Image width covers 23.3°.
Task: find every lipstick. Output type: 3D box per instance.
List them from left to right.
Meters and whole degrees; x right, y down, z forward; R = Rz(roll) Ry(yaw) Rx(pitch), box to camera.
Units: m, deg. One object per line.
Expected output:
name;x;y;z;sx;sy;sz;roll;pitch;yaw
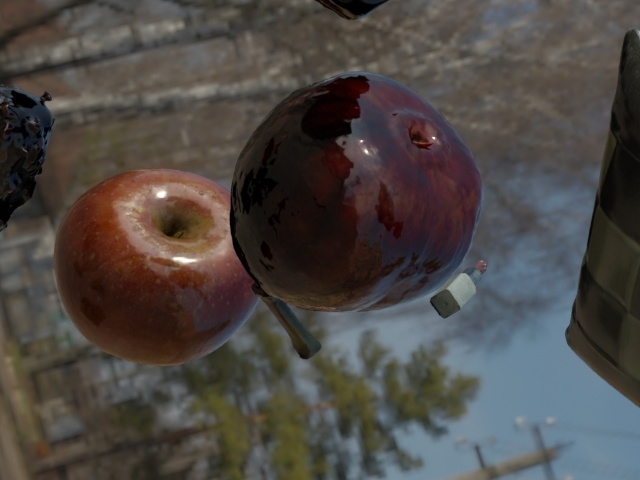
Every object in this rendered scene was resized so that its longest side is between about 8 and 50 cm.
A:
lipstick;0.141;0.042;1.513;0.025;0.107;0.025;-33;-86;35

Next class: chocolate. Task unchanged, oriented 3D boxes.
chocolate;-0.284;-0.078;1.304;0.133;0.156;0.156;-21;-98;40

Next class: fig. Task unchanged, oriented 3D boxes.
fig;-0.004;-0.017;1.219;0.249;0.204;0.186;-31;-97;36

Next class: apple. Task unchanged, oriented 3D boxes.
apple;-0.153;0.029;1.465;0.162;0.201;0.201;111;-34;-45

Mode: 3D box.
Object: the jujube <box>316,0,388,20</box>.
jujube;-0.011;-0.266;1.143;0.236;0.168;0.168;50;2;-28

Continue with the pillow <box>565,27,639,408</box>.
pillow;0.233;0.011;0.951;0.186;0.106;0.250;43;-41;42
